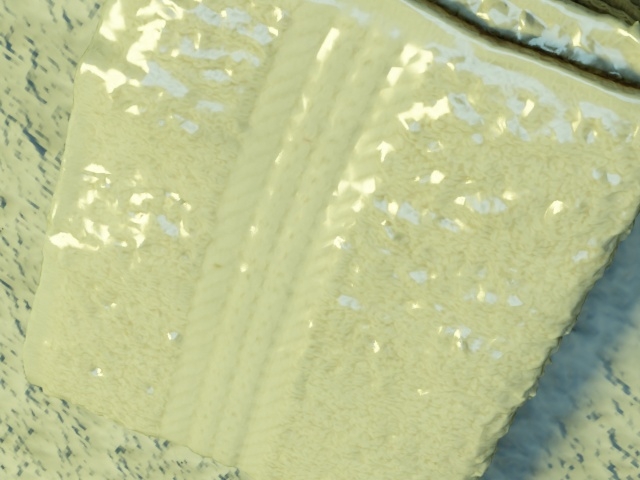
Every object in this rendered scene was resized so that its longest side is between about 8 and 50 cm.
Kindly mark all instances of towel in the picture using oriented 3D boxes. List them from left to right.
[{"bbox_3d":[0.000,0.000,0.606,0.187,0.049,0.282,25,135,5],"label":"towel"}]
